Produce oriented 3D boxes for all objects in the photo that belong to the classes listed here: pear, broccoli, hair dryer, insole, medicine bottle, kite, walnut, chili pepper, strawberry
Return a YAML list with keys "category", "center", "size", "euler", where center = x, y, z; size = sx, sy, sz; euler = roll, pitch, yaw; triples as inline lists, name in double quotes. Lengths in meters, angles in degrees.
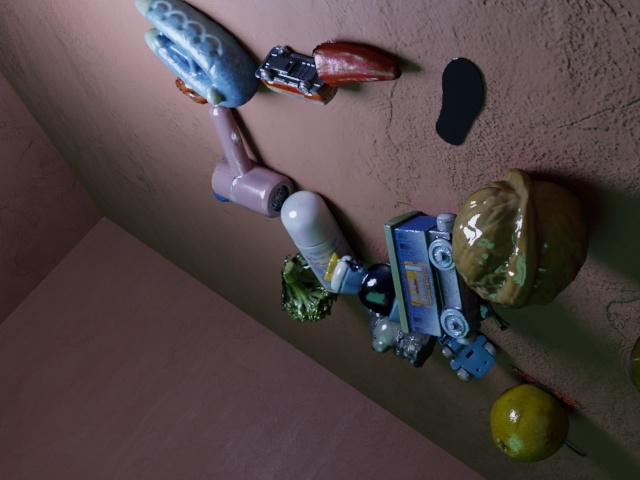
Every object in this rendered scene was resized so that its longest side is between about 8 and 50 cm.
- category: "pear"
  center: [0.564, 0.505, 1.947]
  size: [0.209, 0.209, 0.209]
  euler: [34, 160, 14]
- category: "broccoli"
  center: [-0.018, 0.130, 2.169]
  size: [0.180, 0.242, 0.273]
  euler: [13, 163, 6]
- category: "hair dryer"
  center: [-0.208, -0.220, 1.868]
  size: [0.210, 0.125, 0.352]
  euler: [25, 151, 32]
- category: "insole"
  center: [0.234, -0.228, 1.207]
  size: [0.080, 0.003, 0.232]
  euler: [34, 160, 15]
- category: "medicine bottle"
  center: [0.000, 0.000, 1.946]
  size: [0.130, 0.130, 0.341]
  euler: [22, 156, 39]
- category: "kite"
  center: [0.617, 0.420, 1.967]
  size: [0.222, 0.008, 0.125]
  euler: [29, 159, 26]
- category: "walnut"
  center: [0.339, -0.005, 1.217]
  size: [0.225, 0.257, 0.257]
  euler: [1, 152, 7]
- category: "chili pepper"
  center: [0.073, -0.303, 1.249]
  size: [0.169, 0.065, 0.088]
  euler: [17, 153, 39]
- category: "strawberry"
  center: [-0.307, -0.377, 1.781]
  size: [0.152, 0.048, 0.104]
  euler: [24, 160, 44]

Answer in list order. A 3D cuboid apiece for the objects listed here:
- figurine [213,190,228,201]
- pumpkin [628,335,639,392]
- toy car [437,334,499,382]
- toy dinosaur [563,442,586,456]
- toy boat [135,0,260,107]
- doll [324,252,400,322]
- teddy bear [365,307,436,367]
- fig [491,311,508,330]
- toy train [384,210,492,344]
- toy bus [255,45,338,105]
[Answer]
- category: "figurine"
  center: [-0.286, -0.168, 2.174]
  size: [0.149, 0.087, 0.086]
  euler: [99, 155, -67]
- category: "pumpkin"
  center: [0.665, 0.191, 1.222]
  size: [0.248, 0.126, 0.131]
  euler: [0, 133, 33]
- category: "toy car"
  center: [0.393, 0.300, 1.950]
  size: [0.161, 0.126, 0.098]
  euler: [44, 178, 1]
- category: "toy dinosaur"
  center: [0.662, 0.569, 2.133]
  size: [0.200, 0.072, 0.251]
  euler: [4, 132, 42]
- category: "toy boat"
  center: [-0.288, -0.403, 1.578]
  size: [0.330, 0.123, 0.215]
  euler: [37, 159, 8]
- category: "doll"
  center: [0.168, 0.123, 1.876]
  size: [0.314, 0.141, 0.177]
  euler: [22, 145, 4]
- category: "teddy bear"
  center: [0.241, 0.299, 2.178]
  size: [0.251, 0.144, 0.171]
  euler: [26, 172, 39]
- category: "fig"
  center: [0.370, 0.163, 1.729]
  size: [0.236, 0.124, 0.124]
  euler: [21, 169, -24]
- category: "toy train"
  center: [0.253, 0.081, 1.549]
  size: [0.202, 0.131, 0.299]
  euler: [7, 115, 45]
- category: "toy bus"
  center: [-0.039, -0.318, 1.393]
  size: [0.174, 0.079, 0.077]
  euler: [25, 165, 33]
